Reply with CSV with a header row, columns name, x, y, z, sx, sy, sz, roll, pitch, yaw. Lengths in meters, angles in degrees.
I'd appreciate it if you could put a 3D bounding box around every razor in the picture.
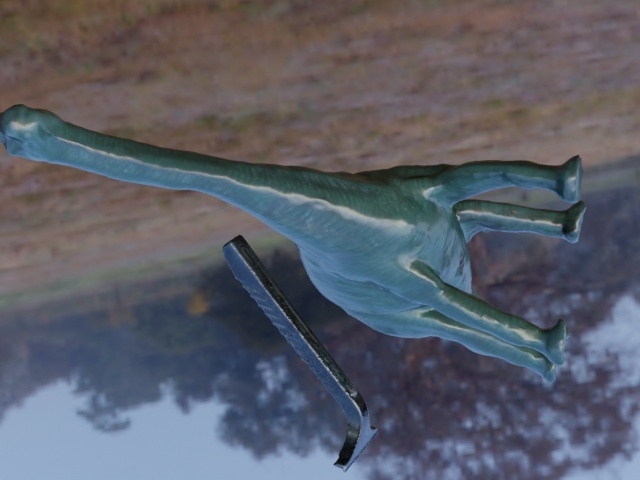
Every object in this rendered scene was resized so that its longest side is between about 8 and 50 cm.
name,x,y,z,sx,sy,sz,roll,pitch,yaw
razor,-0.012,0.077,1.045,0.033,0.190,0.066,-31,-176,31

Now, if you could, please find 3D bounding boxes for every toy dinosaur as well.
name,x,y,z,sx,sy,sz,roll,pitch,yaw
toy dinosaur,0.000,0.000,0.899,0.331,0.129,0.383,9,166,11
